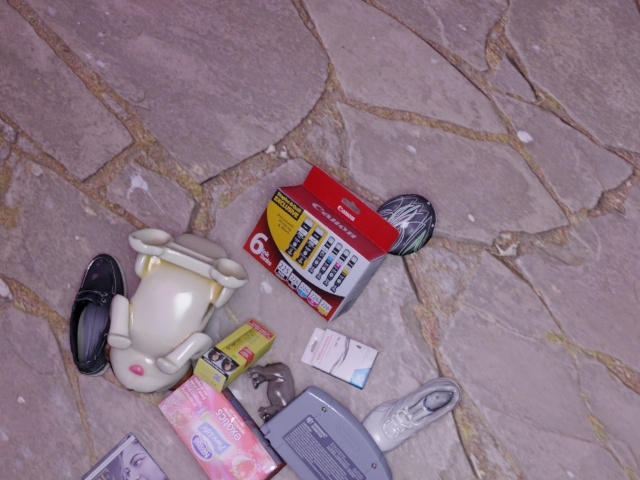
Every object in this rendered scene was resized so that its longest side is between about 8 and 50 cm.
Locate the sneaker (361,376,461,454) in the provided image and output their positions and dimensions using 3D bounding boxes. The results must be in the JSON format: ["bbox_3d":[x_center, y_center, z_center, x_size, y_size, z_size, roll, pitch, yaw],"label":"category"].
[{"bbox_3d":[0.208,0.420,1.478,0.297,0.129,0.111,-33,75,-4],"label":"sneaker"}]

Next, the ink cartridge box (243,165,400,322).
[{"bbox_3d":[0.000,0.000,1.570,0.309,0.130,0.271,39,114,16],"label":"ink cartridge box"}]

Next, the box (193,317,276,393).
[{"bbox_3d":[-0.207,0.281,1.521,0.087,0.232,0.058,34,119,15],"label":"box"}]

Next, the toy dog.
[{"bbox_3d":[-0.394,0.189,1.517,0.285,0.395,0.407,22,98,-15],"label":"toy dog"}]

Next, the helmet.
[{"bbox_3d":[0.218,-0.041,1.609,0.170,0.161,0.169,-2,72,5],"label":"helmet"}]

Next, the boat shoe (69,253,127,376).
[{"bbox_3d":[-0.609,0.187,1.641,0.127,0.113,0.339,3,72,7],"label":"boat shoe"}]

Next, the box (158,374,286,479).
[{"bbox_3d":[-0.236,0.475,1.490,0.142,0.154,0.300,-40,74,-8],"label":"box"}]

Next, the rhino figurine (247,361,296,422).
[{"bbox_3d":[-0.100,0.422,1.537,0.107,0.073,0.243,-18,75,-1],"label":"rhino figurine"}]

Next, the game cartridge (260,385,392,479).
[{"bbox_3d":[0.022,0.496,1.448,0.196,0.060,0.294,-42,87,18],"label":"game cartridge"}]

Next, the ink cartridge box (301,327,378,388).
[{"bbox_3d":[0.046,0.297,1.569,0.180,0.060,0.104,22,76,12],"label":"ink cartridge box"}]

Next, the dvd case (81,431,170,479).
[{"bbox_3d":[-0.472,0.623,1.536,0.164,0.018,0.221,-43,73,-8],"label":"dvd case"}]
